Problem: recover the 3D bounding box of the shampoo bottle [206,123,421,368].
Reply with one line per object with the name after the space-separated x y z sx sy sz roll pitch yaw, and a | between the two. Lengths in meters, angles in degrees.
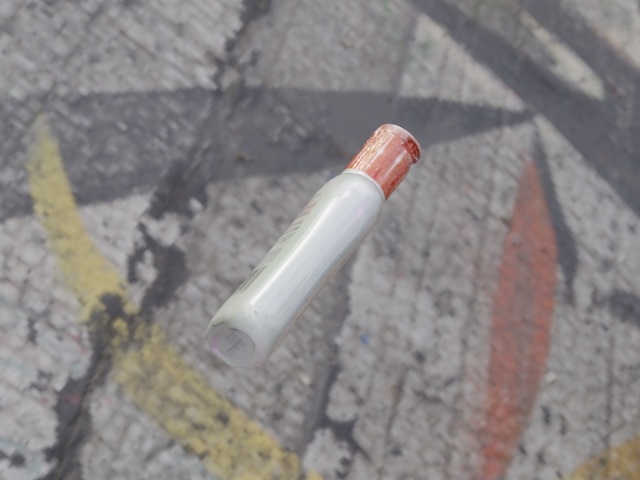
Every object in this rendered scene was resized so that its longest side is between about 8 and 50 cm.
0.000 0.000 1.126 0.051 0.108 0.221 41 66 -2 | shampoo bottle
